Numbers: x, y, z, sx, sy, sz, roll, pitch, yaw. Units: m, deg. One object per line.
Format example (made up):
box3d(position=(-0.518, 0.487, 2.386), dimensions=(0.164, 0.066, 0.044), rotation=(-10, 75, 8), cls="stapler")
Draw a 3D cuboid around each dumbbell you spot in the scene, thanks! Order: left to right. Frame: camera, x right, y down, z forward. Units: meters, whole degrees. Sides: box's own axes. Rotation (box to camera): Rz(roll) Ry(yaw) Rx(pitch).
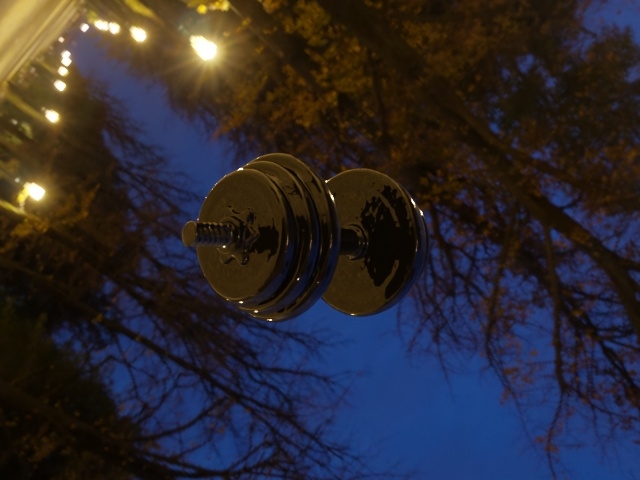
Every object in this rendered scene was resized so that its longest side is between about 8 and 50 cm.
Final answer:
box3d(position=(0.000, 0.000, 0.467), dimensions=(0.099, 0.208, 0.099), rotation=(-2, -93, 41), cls="dumbbell")
